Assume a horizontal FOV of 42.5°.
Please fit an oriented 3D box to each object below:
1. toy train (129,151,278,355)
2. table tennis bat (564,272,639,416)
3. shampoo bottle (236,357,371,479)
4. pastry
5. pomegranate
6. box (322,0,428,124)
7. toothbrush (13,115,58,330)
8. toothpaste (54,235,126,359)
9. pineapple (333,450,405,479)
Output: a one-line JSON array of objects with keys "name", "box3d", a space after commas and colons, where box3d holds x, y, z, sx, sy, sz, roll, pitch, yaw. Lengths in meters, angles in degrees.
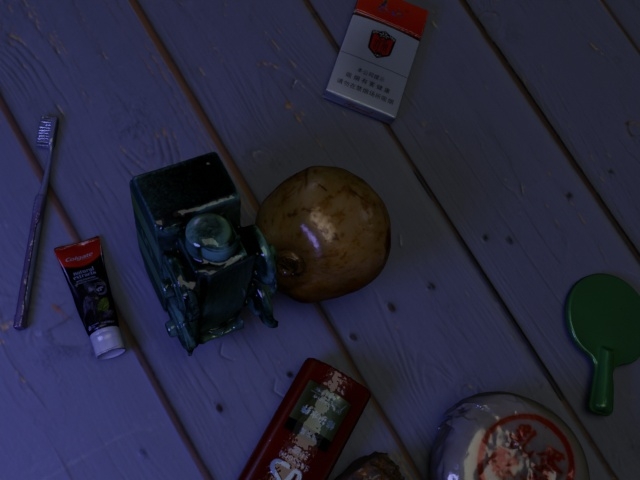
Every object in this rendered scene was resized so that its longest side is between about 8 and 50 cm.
[{"name": "toy train", "box3d": [-0.168, 0.022, 1.182, 0.166, 0.299, 0.238, -20, 64, -20]}, {"name": "table tennis bat", "box3d": [0.489, 0.176, 1.412, 0.160, 0.039, 0.257, 18, 63, -7]}, {"name": "shampoo bottle", "box3d": [-0.044, 0.330, 1.214, 0.118, 0.076, 0.314, 33, 68, -3]}, {"name": "pastry", "box3d": [0.287, 0.359, 1.253, 0.264, 0.133, 0.265, 3, 75, -10]}, {"name": "pomegranate", "box3d": [0.000, 0.000, 1.254, 0.215, 0.215, 0.215, 4, 71, -11]}, {"name": "box", "box3d": [0.103, -0.341, 1.498, 0.139, 0.035, 0.245, 22, 69, -5]}, {"name": "toothbrush", "box3d": [-0.445, -0.035, 1.276, 0.029, 0.024, 0.354, 4, 71, -6]}, {"name": "toothpaste", "box3d": [-0.347, 0.086, 1.250, 0.071, 0.045, 0.194, -15, 70, -17]}, {"name": "pineapple", "box3d": [0.116, 0.432, 1.196, 0.128, 0.128, 0.248, -37, 86, -21]}]
